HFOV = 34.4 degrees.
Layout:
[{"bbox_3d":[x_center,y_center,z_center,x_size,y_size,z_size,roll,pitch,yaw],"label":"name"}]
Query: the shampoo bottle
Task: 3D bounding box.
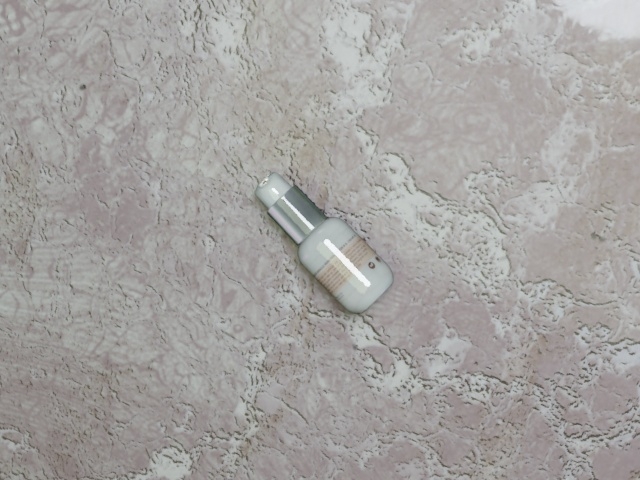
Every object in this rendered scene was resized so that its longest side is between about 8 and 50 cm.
[{"bbox_3d":[0.000,0.000,1.217,0.192,0.074,0.074,45,107,4],"label":"shampoo bottle"}]
